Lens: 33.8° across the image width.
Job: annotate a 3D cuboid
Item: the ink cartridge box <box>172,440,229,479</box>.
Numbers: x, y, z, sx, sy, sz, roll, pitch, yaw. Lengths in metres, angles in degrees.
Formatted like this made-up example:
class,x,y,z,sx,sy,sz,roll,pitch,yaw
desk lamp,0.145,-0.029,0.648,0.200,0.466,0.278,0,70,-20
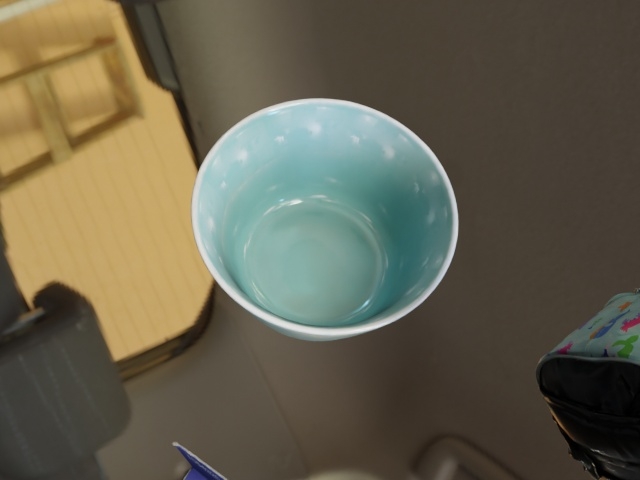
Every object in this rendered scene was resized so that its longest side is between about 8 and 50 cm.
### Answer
class,x,y,z,sx,sy,sz,roll,pitch,yaw
ink cartridge box,-0.063,0.457,1.471,0.324,0.071,0.330,26,-24,39

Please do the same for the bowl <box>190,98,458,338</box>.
class,x,y,z,sx,sy,sz,roll,pitch,yaw
bowl,0.000,0.000,1.288,0.311,0.312,0.163,59,-18,22

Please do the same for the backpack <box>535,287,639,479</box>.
class,x,y,z,sx,sy,sz,roll,pitch,yaw
backpack,0.307,0.140,0.859,0.225,0.191,0.253,54,-22,-6
